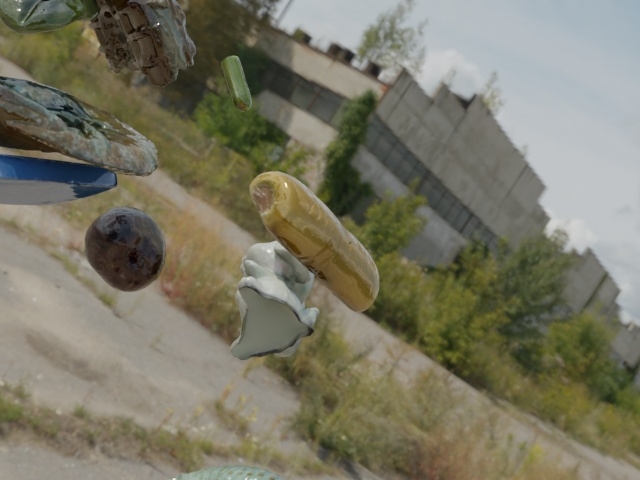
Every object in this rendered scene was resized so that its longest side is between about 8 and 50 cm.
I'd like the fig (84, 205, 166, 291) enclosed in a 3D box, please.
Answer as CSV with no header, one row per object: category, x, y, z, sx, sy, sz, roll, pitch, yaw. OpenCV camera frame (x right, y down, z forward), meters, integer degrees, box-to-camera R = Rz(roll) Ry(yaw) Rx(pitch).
fig,-0.402,-0.007,1.757,0.170,0.146,0.274,49,5,-25

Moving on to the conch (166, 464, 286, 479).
conch,-0.120,0.517,1.506,0.319,0.215,0.303,57,21,13

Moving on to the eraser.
eraser,-0.464,-0.090,1.329,0.144,0.042,0.312,-14,-4,21

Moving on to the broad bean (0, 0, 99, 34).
broad bean,-0.489,-0.431,1.529,0.153,0.072,0.207,30,35,15

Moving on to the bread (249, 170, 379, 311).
bread,0.000,0.000,1.383,0.305,0.091,0.142,45,15,-45

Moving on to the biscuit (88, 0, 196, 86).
biscuit,-0.372,-0.444,1.674,0.366,0.115,0.268,19,-48,58

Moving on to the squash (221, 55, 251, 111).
squash,-0.114,-0.214,1.178,0.027,0.027,0.083,30,39,-66

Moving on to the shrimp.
shrimp,-0.424,-0.171,1.286,0.221,0.110,0.446,38,17,31

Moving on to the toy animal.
toy animal,-0.087,0.102,1.772,0.174,0.289,0.249,11,-34,-5
